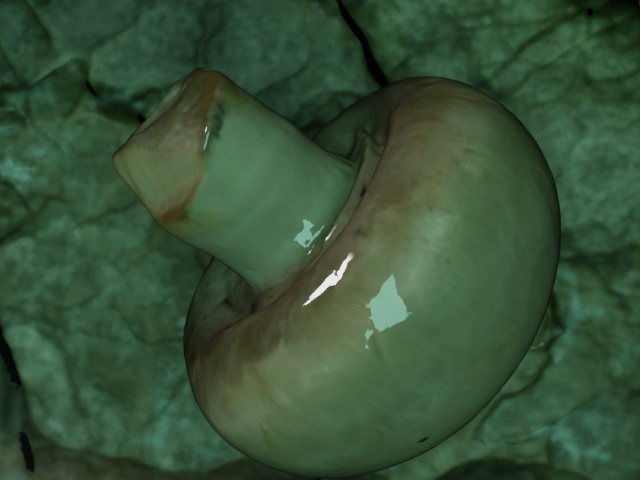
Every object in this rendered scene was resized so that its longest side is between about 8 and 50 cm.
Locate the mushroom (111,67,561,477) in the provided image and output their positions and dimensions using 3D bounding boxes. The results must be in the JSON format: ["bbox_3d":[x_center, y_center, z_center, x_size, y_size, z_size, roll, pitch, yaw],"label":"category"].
[{"bbox_3d":[0.000,0.000,0.754,0.204,0.204,0.204,0,96,1],"label":"mushroom"}]

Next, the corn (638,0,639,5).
[{"bbox_3d":[0.218,-0.108,0.792,0.115,0.115,0.318,-34,95,4],"label":"corn"}]
